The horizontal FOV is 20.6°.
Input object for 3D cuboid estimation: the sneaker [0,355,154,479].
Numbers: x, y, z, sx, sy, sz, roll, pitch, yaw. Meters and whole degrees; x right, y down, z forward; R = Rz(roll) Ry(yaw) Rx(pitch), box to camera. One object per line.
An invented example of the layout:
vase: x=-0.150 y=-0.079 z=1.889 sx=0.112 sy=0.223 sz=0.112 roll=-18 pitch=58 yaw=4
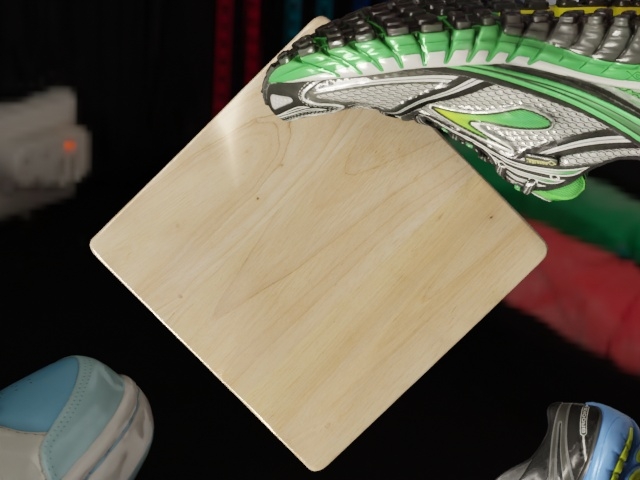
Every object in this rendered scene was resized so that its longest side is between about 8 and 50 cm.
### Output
sneaker: x=-0.218 y=0.084 z=0.772 sx=0.127 sy=0.208 sz=0.319 roll=-22 pitch=-169 yaw=41

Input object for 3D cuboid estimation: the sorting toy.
sorting toy: x=0.000 y=0.000 z=1.398 sx=0.255 sy=0.257 sz=0.089 roll=45 pitch=-173 yaw=-4

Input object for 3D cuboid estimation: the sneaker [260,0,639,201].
sneaker: x=0.125 y=-0.094 z=1.231 sx=0.343 sy=0.146 sz=0.134 roll=3 pitch=-163 yaw=11

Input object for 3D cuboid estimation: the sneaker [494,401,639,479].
sneaker: x=0.133 y=0.185 z=1.084 sx=0.078 sy=0.188 sz=0.067 roll=21 pitch=171 yaw=40

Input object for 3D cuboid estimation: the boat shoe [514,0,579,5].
boat shoe: x=0.193 y=-0.235 z=1.543 sx=0.156 sy=0.136 sz=0.367 roll=-2 pitch=-144 yaw=-40
